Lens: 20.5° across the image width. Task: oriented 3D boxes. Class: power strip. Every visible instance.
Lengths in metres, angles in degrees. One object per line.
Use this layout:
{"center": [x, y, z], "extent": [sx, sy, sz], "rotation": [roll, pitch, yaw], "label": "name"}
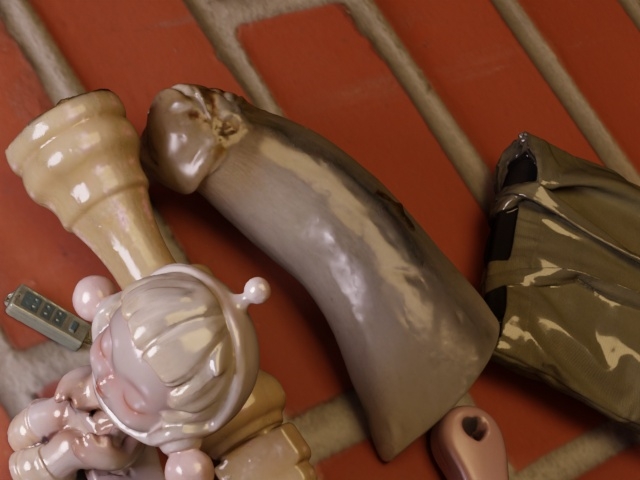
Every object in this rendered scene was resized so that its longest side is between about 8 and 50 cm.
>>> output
{"center": [-0.230, 0.067, 1.504], "extent": [0.083, 0.017, 0.027], "rotation": [31, 48, -12], "label": "power strip"}

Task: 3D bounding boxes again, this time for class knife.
{"center": [0.154, 0.306, 1.593], "extent": [0.081, 0.043, 0.336], "rotation": [5, 59, -26], "label": "knife"}

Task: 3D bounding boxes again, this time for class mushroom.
{"center": [-0.001, -0.001, 1.645], "extent": [0.397, 0.126, 0.177], "rotation": [49, 53, -1], "label": "mushroom"}

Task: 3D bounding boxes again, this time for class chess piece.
{"center": [-0.126, 0.062, 1.516], "extent": [0.117, 0.117, 0.397], "rotation": [-21, 74, -43], "label": "chess piece"}

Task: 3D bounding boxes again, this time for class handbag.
{"center": [0.285, 0.041, 1.828], "extent": [0.253, 0.109, 0.316], "rotation": [25, 51, -18], "label": "handbag"}

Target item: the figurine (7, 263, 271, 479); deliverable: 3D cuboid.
{"center": [-0.127, 0.118, 1.372], "extent": [0.144, 0.257, 0.182], "rotation": [18, 48, -27], "label": "figurine"}
